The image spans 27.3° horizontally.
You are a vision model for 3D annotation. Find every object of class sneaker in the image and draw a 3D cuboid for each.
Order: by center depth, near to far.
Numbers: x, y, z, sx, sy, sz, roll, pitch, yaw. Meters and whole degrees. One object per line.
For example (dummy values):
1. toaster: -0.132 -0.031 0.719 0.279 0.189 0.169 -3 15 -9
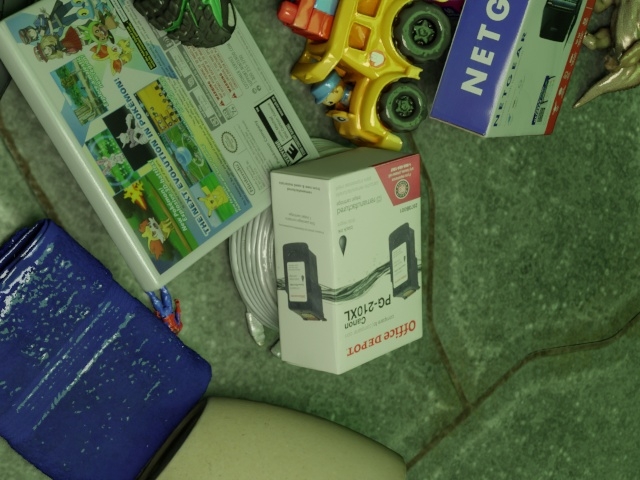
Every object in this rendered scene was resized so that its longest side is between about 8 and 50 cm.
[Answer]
1. sneaker: -0.156 -0.376 1.442 0.146 0.134 0.344 -15 84 -37

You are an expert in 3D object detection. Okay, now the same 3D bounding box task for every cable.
1. cable: 0.000 0.000 1.695 0.257 0.089 0.257 -33 116 -26

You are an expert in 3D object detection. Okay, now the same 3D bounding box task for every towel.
1. towel: -0.292 0.145 1.530 0.228 0.076 0.308 -50 123 -10

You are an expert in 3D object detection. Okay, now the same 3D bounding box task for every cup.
1. cup: -0.090 0.322 1.581 0.237 0.331 0.331 39 74 -7

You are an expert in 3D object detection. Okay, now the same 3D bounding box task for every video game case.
1. video game case: -0.173 -0.155 1.492 0.300 0.036 0.329 -39 104 -38

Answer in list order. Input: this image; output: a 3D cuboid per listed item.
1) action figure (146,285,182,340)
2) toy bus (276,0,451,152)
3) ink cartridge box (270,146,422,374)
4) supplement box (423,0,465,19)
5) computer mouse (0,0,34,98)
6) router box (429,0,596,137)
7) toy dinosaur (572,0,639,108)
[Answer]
1. action figure: -0.191 0.083 1.614 0.038 0.030 0.115 -32 118 -32
2. toy bus: 0.034 -0.236 1.655 0.211 0.149 0.220 15 91 -23
3. ink cartridge box: 0.035 0.021 1.581 0.172 0.100 0.237 -19 112 -46
4. supplement box: 0.136 -0.389 1.709 0.220 0.111 0.114 35 78 -34
5. computer mouse: -0.379 -0.269 1.396 0.184 0.060 0.262 21 85 -37
6. router box: 0.277 -0.304 1.722 0.301 0.082 0.335 -13 122 -64
7. toy dinosaur: 0.483 -0.322 1.968 0.200 0.127 0.296 10 98 -43
